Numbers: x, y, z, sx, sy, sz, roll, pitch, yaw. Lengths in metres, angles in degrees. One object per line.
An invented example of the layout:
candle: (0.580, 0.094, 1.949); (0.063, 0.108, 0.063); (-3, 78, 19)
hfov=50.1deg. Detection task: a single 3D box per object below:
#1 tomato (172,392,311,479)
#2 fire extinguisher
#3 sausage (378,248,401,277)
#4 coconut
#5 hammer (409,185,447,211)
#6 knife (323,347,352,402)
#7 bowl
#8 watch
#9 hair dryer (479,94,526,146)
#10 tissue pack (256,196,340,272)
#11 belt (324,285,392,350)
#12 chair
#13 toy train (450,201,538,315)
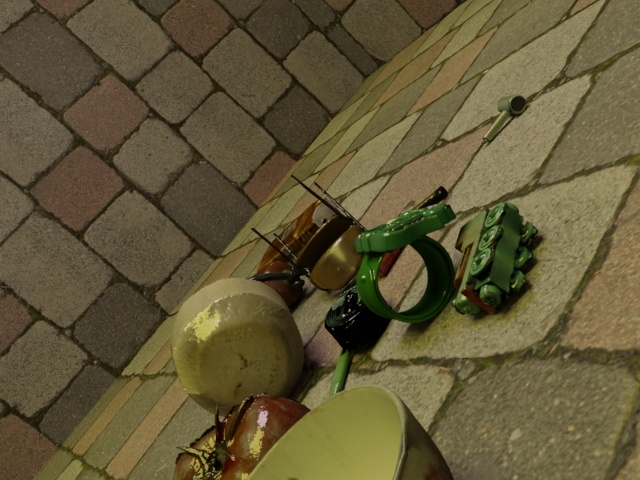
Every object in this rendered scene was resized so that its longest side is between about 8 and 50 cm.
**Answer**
tomato: (-0.078, 0.306, 0.810); (0.214, 0.181, 0.155); (-47, 19, 15)
fire extinguisher: (-0.159, 0.150, 1.609); (0.376, 0.113, 0.200); (-36, -2, 37)
sausage: (0.136, 0.014, 1.302); (0.129, 0.034, 0.034); (-54, 15, -29)
coconut: (-0.155, 0.190, 1.256); (0.237, 0.237, 0.266); (-47, 13, 1)
hammer: (0.173, -0.041, 1.375); (0.201, 0.021, 0.078); (-41, 14, 22)
knife: (0.021, 0.226, 1.075); (0.054, 0.015, 0.212); (-40, 15, 32)
bowl: (0.021, 0.282, 0.621); (0.277, 0.145, 0.277); (-42, 13, 12)
watch: (0.138, 0.038, 1.002); (0.165, 0.152, 0.131); (-21, 4, -19)
hair dryer: (0.355, -0.235, 1.365); (0.124, 0.038, 0.063); (-54, 11, 3)
tissue pack: (-0.052, 0.003, 1.809); (0.226, 0.092, 0.183); (-43, 14, 25)
belt: (0.061, 0.121, 1.136); (0.105, 0.058, 0.140); (-30, 14, 18)
chair: (0.000, 0.000, 1.457); (0.158, 0.247, 0.172); (-51, -16, 10)
toy train: (0.224, 0.028, 0.917); (0.118, 0.074, 0.175); (-47, 13, 49)
